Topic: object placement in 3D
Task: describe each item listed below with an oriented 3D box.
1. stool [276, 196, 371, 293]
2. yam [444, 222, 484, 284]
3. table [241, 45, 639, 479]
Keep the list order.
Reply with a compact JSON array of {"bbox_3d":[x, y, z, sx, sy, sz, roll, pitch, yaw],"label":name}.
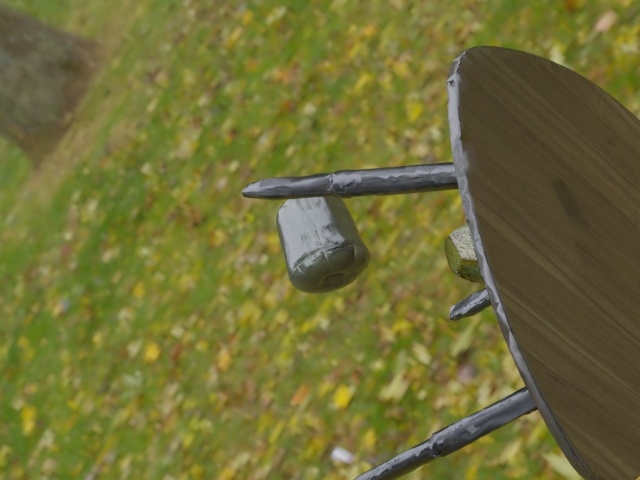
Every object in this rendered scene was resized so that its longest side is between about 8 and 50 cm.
[{"bbox_3d":[0.000,0.000,1.775,0.096,0.096,0.110,-40,58,32],"label":"stool"},{"bbox_3d":[0.161,0.004,1.341,0.070,0.069,0.146,-37,-7,37],"label":"yam"},{"bbox_3d":[0.106,0.055,1.163,0.249,0.317,0.317,-21,42,40],"label":"table"}]
